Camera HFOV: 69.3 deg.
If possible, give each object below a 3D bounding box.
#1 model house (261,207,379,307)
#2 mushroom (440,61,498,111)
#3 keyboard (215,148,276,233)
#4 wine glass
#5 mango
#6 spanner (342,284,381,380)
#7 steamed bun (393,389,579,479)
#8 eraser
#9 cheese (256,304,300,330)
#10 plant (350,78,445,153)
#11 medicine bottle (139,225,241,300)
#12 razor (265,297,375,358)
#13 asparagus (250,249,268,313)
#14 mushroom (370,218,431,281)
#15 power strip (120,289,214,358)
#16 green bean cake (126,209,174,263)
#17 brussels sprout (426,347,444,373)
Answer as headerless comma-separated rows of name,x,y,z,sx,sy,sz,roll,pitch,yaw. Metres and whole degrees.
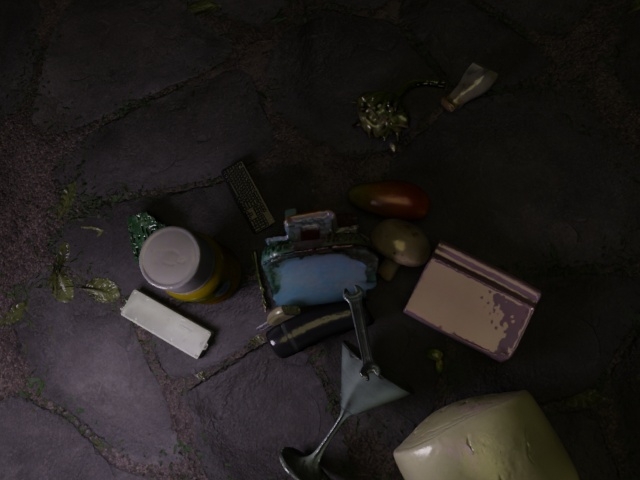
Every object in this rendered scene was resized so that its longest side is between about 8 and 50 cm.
model house,0.000,0.000,1.547,0.360,0.297,0.339,-9,47,5
mushroom,0.541,-0.549,1.676,0.116,0.093,0.225,42,95,31
keyboard,-0.291,-0.207,1.714,0.103,0.041,0.381,-29,77,-1
wine glass,0.066,0.545,1.427,0.267,0.267,0.406,35,90,12
mango,0.234,-0.140,1.597,0.289,0.129,0.146,2,52,10
spanner,0.121,0.263,1.363,0.071,0.017,0.302,-7,55,-7
steamed bun,0.475,0.650,1.329,0.456,0.290,0.371,-28,76,0
eraser,0.486,0.199,1.507,0.359,0.122,0.272,28,83,12
cheese,-0.154,0.267,1.553,0.192,0.097,0.037,-36,56,37
plant,0.270,-0.492,1.704,0.251,0.180,0.333,31,50,18
medicine bottle,-0.407,0.085,1.492,0.224,0.384,0.224,-1,78,5
razor,0.003,0.276,1.503,0.349,0.204,0.113,-21,76,-1
asparagus,-0.215,0.145,1.644,0.023,0.022,0.233,-2,71,-40
mushroom,0.253,0.038,1.542,0.207,0.207,0.215,28,116,11
power strip,-0.548,0.290,1.639,0.367,0.043,0.106,27,82,10
green bean cake,-0.587,-0.019,1.676,0.193,0.107,0.208,-19,76,3
brussels sprout,0.381,0.391,1.517,0.051,0.046,0.083,-34,81,43
